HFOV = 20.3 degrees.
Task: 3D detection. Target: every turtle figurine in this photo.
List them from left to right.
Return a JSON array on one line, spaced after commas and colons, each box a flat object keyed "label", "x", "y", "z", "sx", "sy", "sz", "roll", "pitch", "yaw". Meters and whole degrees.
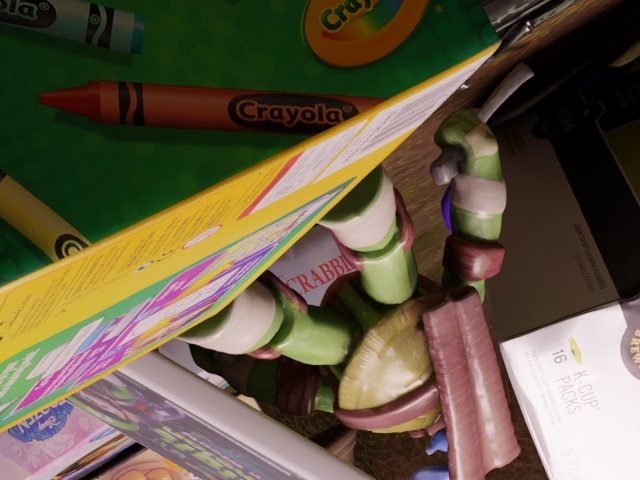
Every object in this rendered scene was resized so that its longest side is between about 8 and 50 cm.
[{"label": "turtle figurine", "x": 0.000, "y": 0.000, "z": 0.977, "sx": 0.198, "sy": 0.274, "sz": 0.266, "roll": -8, "pitch": 160, "yaw": 20}]

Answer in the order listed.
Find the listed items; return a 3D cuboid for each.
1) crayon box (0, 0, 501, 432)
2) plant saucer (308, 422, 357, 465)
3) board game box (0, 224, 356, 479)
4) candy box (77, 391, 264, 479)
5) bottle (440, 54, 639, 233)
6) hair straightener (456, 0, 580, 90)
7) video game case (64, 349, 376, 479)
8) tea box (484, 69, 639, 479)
[{"label": "crayon box", "x": -0.079, "y": -0.010, "z": 0.568, "sx": 0.165, "sy": 0.081, "sz": 0.278, "roll": -28, "pitch": 174, "yaw": -27}, {"label": "plant saucer", "x": -0.076, "y": 0.257, "z": 1.659, "sx": 0.278, "sy": 0.041, "sz": 0.278, "roll": -34, "pitch": 179, "yaw": -1}, {"label": "board game box", "x": -0.150, "y": 0.114, "z": 1.326, "sx": 0.318, "sy": 0.066, "sz": 0.319, "roll": -36, "pitch": 173, "yaw": 40}, {"label": "candy box", "x": -0.139, "y": 0.220, "z": 1.633, "sx": 0.183, "sy": 0.087, "sz": 0.316, "roll": -31, "pitch": 178, "yaw": -11}, {"label": "bottle", "x": 0.213, "y": -0.073, "z": 1.489, "sx": 0.118, "sy": 0.092, "sz": 0.283, "roll": -28, "pitch": 173, "yaw": -34}, {"label": "hair straightener", "x": 0.061, "y": -0.098, "z": 0.786, "sx": 0.230, "sy": 0.047, "sz": 0.089, "roll": -35, "pitch": 175, "yaw": -2}, {"label": "video game case", "x": -0.078, "y": 0.104, "z": 1.012, "sx": 0.022, "sy": 0.190, "sz": 0.173, "roll": -63, "pitch": -169, "yaw": -17}, {"label": "tea box", "x": 0.282, "y": 0.026, "z": 1.220, "sx": 0.324, "sy": 0.220, "sz": 0.329, "roll": -21, "pitch": -156, "yaw": 7}]
